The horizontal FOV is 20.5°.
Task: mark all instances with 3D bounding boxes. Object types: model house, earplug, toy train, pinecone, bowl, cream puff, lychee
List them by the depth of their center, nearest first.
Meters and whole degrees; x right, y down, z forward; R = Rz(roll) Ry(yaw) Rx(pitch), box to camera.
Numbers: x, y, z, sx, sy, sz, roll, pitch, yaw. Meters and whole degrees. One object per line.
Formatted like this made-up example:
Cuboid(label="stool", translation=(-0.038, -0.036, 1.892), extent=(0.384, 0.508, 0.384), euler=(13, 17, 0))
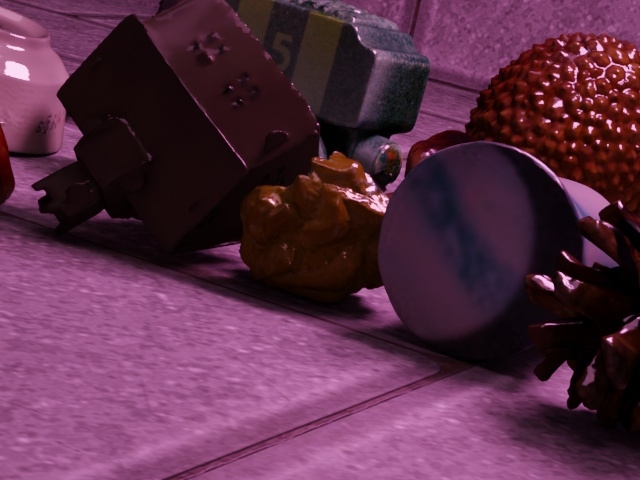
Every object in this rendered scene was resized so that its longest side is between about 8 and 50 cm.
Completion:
Cuboid(label="pinecone", translation=(0.309, 0.052, 1.372), extent=(0.309, 0.244, 0.244), euler=(0, 13, -8))
Cuboid(label="cream puff", translation=(-0.001, 0.001, 1.596), extent=(0.156, 0.156, 0.121), euler=(-3, 62, -52))
Cuboid(label="earplug", translation=(0.204, 0.010, 1.625), extent=(0.185, 0.185, 0.324), euler=(18, 8, 26))
Cuboid(label="model house", translation=(-0.151, -0.075, 1.671), extent=(0.243, 0.204, 0.211), euler=(-30, 65, -15))
Cuboid(label="bowl", translation=(-0.385, -0.197, 2.015), extent=(0.238, 0.126, 0.238), euler=(22, 14, -6))
Cuboid(label="toy train", translation=(-0.029, -0.164, 2.024), extent=(0.299, 0.238, 0.167), euler=(20, 11, 31))
Cuboid(label="lychee", translation=(0.314, -0.135, 2.196), extent=(0.268, 0.267, 0.267), euler=(11, 12, -2))

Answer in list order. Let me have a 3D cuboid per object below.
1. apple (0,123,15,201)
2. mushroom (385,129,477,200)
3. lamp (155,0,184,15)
Cuboid(label="apple", translation=(-0.417, -0.123, 1.717), extent=(0.179, 0.254, 0.346), euler=(-28, 8, 9))
Cuboid(label="mushroom", translation=(0.069, -0.043, 1.880), extent=(0.218, 0.148, 0.227), euler=(0, 1, 23))
Cuboid(label="lamp", translation=(-0.115, -0.230, 2.302), extent=(0.272, 0.374, 0.205), euler=(44, 4, -4))
